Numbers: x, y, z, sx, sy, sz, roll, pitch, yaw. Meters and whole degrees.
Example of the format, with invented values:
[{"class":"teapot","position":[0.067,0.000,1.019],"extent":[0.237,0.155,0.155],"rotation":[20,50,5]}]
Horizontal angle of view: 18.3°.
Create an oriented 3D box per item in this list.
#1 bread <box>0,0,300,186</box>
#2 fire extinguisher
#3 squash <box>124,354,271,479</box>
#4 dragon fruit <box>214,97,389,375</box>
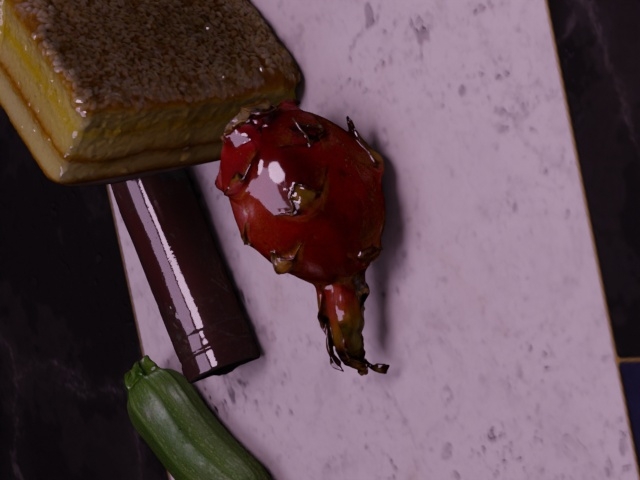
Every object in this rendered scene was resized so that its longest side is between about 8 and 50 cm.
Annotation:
[{"class":"bread","position":[-0.154,-0.143,1.652],"extent":[0.184,0.234,0.110],"rotation":[54,137,27]},{"class":"fire extinguisher","position":[-0.136,-0.001,1.821],"extent":[0.089,0.072,0.267],"rotation":[90,158,-79]},{"class":"squash","position":[-0.116,0.192,1.854],"extent":[0.219,0.068,0.077],"rotation":[47,151,32]},{"class":"dragon fruit","position":[0.000,0.000,1.605],"extent":[0.125,0.125,0.246],"rotation":[-8,105,34]}]
